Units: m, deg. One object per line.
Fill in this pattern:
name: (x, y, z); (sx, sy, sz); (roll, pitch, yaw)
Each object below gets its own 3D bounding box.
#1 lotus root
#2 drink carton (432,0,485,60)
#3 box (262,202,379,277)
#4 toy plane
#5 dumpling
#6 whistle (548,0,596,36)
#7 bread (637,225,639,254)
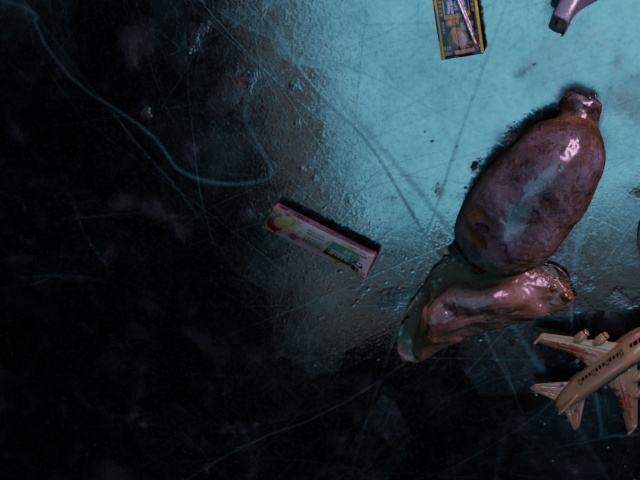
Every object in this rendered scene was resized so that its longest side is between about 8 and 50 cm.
lotus root: (0.342, -0.077, 1.478); (0.175, 0.175, 0.349); (34, 111, 1)
drink carton: (0.215, -0.375, 1.467); (0.071, 0.056, 0.165); (-8, 105, 13)
box: (0.000, 0.000, 1.649); (0.207, 0.041, 0.049); (26, 109, 4)
toy plane: (0.484, 0.217, 1.576); (0.229, 0.092, 0.244); (43, 111, -1)
dumpling: (0.262, 0.104, 1.599); (0.332, 0.086, 0.166); (-25, 103, 15)
whistle: (0.400, -0.422, 1.351); (0.093, 0.180, 0.269); (30, 78, 6)
bread: (0.590, -0.029, 1.500); (0.193, 0.036, 0.112); (-41, 94, 21)
